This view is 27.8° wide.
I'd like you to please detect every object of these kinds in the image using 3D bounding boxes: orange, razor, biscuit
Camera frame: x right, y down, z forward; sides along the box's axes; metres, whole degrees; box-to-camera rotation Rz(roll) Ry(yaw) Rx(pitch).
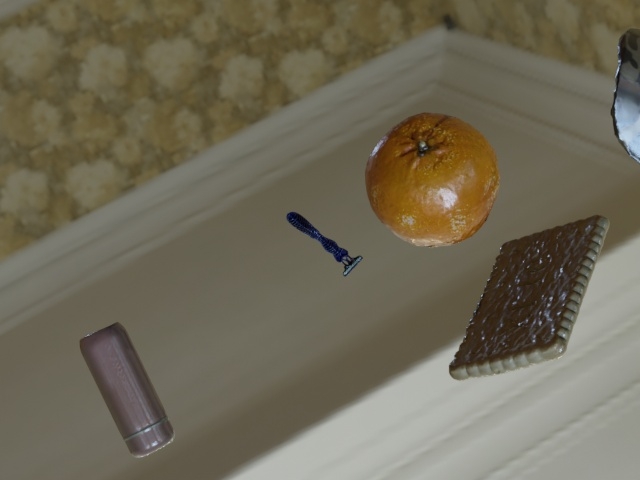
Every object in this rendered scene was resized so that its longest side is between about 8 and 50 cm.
[{"bbox_3d":[0.155,-0.088,1.790,0.193,0.161,0.193,1,-126,-2],"label":"orange"},{"bbox_3d":[-0.001,-0.001,2.112,0.044,0.154,0.028,-49,-156,7],"label":"razor"},{"bbox_3d":[0.335,0.092,2.046,0.217,0.044,0.325,-18,-150,38],"label":"biscuit"}]

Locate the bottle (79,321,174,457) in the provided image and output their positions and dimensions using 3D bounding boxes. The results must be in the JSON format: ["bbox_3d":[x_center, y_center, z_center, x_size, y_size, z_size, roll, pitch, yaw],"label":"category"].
[{"bbox_3d":[-0.203,0.157,1.359,0.053,0.140,0.053,-26,178,-1],"label":"bottle"}]

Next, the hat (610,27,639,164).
[{"bbox_3d":[0.691,-0.235,2.169,0.257,0.381,0.366,-21,-130,46],"label":"hat"}]
